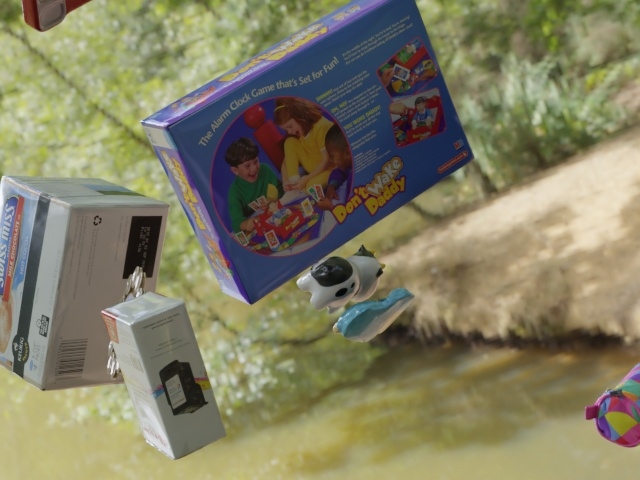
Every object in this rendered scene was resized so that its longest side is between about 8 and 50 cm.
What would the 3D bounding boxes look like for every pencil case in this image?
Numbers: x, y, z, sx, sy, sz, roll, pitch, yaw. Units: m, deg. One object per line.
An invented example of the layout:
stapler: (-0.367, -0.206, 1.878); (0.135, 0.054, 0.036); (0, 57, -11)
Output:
pencil case: (0.529, 0.246, 2.055); (0.104, 0.104, 0.236); (-14, 8, 44)

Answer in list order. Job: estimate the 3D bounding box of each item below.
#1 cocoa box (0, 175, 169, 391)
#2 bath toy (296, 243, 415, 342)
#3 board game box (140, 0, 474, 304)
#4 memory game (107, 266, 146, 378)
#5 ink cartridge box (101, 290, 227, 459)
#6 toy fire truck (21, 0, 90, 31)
cocoa box: (-0.455, 0.071, 2.324); (0.228, 0.347, 0.231); (21, 15, 41)
bath toy: (0.000, 0.000, 2.064); (0.129, 0.348, 0.151); (-44, -19, 13)
board game box: (-0.005, -0.117, 1.485); (0.347, 0.233, 0.078); (-33, 24, -21)
memory game: (-0.311, 0.132, 2.035); (0.012, 0.186, 0.186); (15, -5, -18)
ink cartridge box: (-0.189, 0.160, 1.523); (0.072, 0.175, 0.127); (-22, 14, -23)
toy fire truck: (-0.428, -0.533, 2.223); (0.254, 0.169, 0.302); (-40, -26, -32)
